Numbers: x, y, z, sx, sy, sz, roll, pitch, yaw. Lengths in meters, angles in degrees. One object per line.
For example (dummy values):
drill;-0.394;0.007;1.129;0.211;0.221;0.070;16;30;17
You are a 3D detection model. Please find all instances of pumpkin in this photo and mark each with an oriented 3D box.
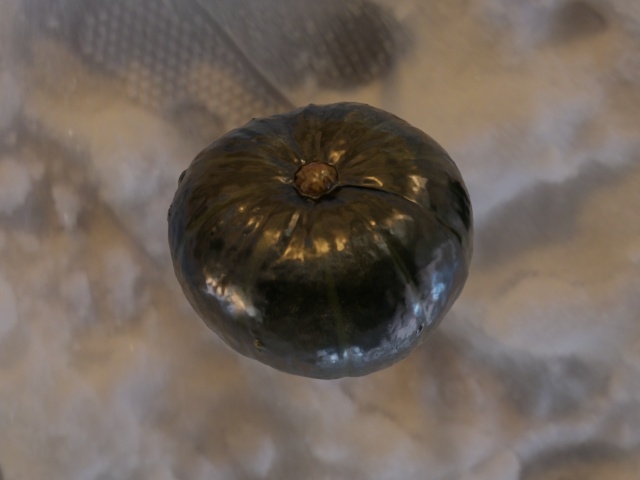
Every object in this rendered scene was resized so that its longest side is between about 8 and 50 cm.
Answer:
pumpkin;0.000;0.000;1.720;0.300;0.300;0.207;-15;144;-6
